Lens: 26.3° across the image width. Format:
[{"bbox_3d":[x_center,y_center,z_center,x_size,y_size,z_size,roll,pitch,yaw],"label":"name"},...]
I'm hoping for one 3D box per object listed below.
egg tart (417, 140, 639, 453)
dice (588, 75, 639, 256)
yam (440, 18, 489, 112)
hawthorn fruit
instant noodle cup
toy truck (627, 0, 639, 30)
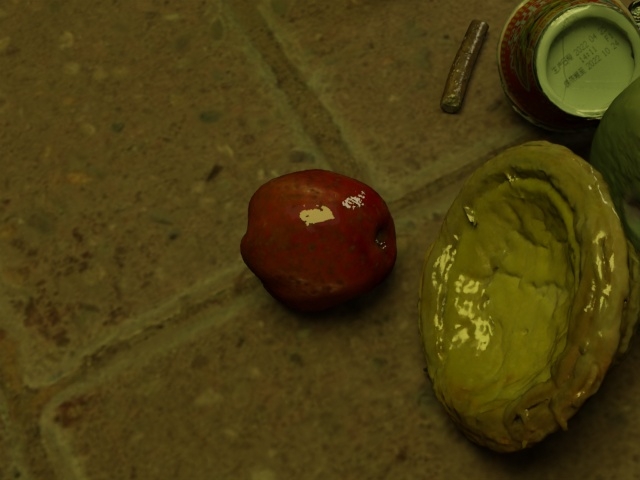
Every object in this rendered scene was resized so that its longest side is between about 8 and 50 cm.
[{"bbox_3d":[0.241,0.069,1.510,0.345,0.132,0.345,-31,51,47],"label":"egg tart"},{"bbox_3d":[0.456,-0.061,1.497,0.249,0.252,0.254,-18,62,-13],"label":"dice"},{"bbox_3d":[0.191,-0.234,1.821,0.032,0.032,0.145,12,61,19],"label":"yam"},{"bbox_3d":[0.000,0.000,1.638,0.189,0.189,0.189,-6,57,9],"label":"hawthorn fruit"},{"bbox_3d":[0.308,-0.213,1.622,0.193,0.212,0.193,1,99,3],"label":"instant noodle cup"},{"bbox_3d":[0.353,-0.241,1.762,0.201,0.074,0.088,-15,61,4],"label":"toy truck"}]
